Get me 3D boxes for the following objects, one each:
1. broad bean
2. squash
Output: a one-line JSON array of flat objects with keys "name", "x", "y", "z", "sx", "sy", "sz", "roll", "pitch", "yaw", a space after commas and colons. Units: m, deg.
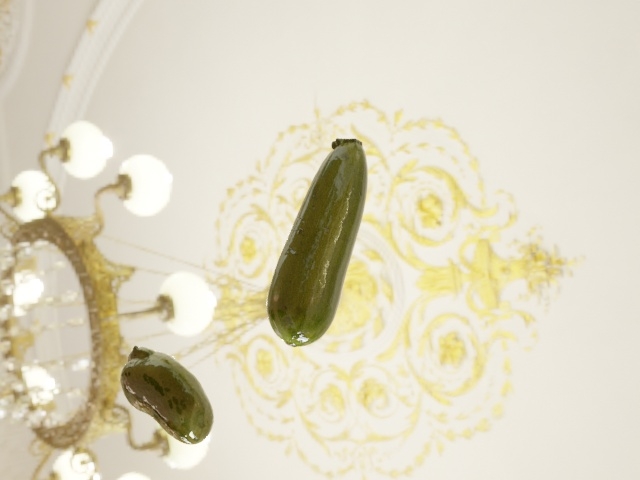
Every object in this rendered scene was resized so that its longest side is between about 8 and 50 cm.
[{"name": "broad bean", "x": -0.221, "y": 0.218, "z": 1.353, "sx": 0.174, "sy": 0.082, "sz": 0.124, "roll": 22, "pitch": -48, "yaw": 35}, {"name": "squash", "x": 0.000, "y": 0.000, "z": 0.855, "sx": 0.066, "sy": 0.066, "sz": 0.201, "roll": 7, "pitch": -102, "yaw": 47}]
